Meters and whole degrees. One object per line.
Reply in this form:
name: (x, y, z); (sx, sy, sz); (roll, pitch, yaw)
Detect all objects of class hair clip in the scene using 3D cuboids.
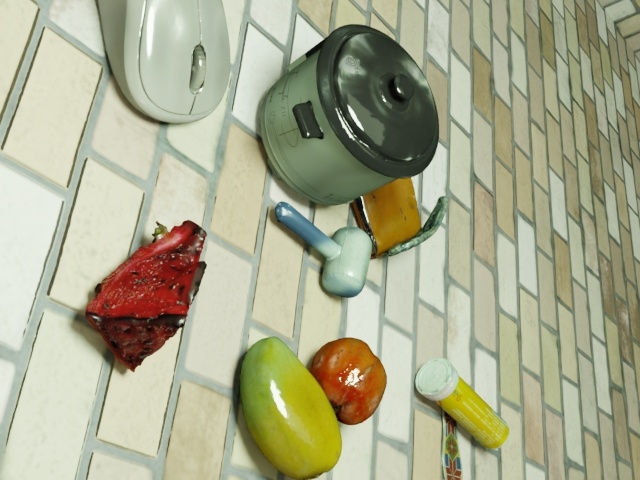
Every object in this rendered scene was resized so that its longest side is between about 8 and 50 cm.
hair clip: (0.182, -0.021, 1.397); (0.036, 0.066, 0.229); (53, 41, -5)

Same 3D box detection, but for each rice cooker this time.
rice cooker: (0.050, -0.187, 1.189); (0.280, 0.227, 0.241); (-15, 85, -42)

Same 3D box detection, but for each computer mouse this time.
computer mouse: (-0.199, -0.308, 1.040); (0.184, 0.121, 0.297); (-5, 78, -54)

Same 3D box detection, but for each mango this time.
mango: (-0.042, 0.221, 1.034); (0.130, 0.091, 0.195); (-11, 79, -52)

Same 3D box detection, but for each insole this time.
insole: (0.231, 0.364, 1.394); (0.065, 0.006, 0.194); (27, 55, -43)

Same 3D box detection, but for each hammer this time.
hammer: (0.000, 0.000, 1.209); (0.194, 0.069, 0.116); (38, 49, -30)

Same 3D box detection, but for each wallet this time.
wallet: (0.108, -0.079, 1.401); (0.161, 0.042, 0.196); (-20, 95, -47)

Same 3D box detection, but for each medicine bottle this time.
medicine bottle: (0.257, 0.294, 1.393); (0.218, 0.074, 0.074); (44, 44, -31)

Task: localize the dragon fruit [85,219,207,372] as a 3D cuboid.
dragon fruit: (-0.190, 0.040, 0.908); (0.092, 0.122, 0.192); (39, 48, -15)

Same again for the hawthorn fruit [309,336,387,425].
hawthorn fruit: (0.038, 0.204, 1.130); (0.128, 0.128, 0.128); (25, 56, -44)
